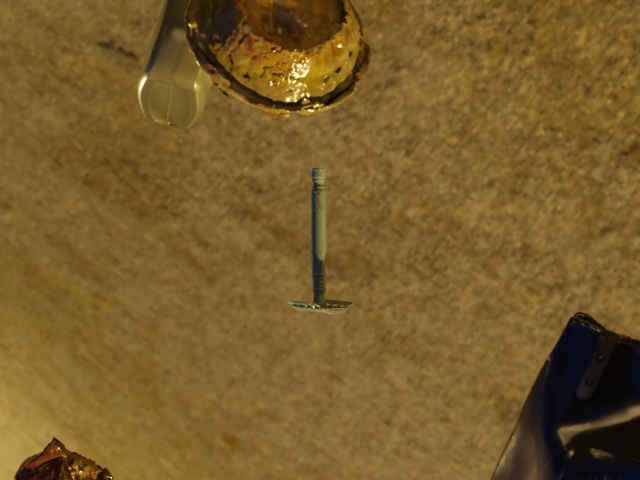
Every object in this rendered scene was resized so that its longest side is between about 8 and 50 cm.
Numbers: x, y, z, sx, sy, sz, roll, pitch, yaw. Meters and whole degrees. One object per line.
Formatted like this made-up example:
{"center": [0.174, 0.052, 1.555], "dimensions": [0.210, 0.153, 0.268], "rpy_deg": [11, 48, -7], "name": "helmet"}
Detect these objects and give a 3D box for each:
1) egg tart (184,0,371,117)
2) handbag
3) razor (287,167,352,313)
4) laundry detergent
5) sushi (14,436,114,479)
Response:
{"center": [-0.043, -0.235, 1.321], "dimensions": [0.213, 0.212, 0.090], "rpy_deg": [37, 155, 3], "name": "egg tart"}
{"center": [0.349, 0.245, 1.273], "dimensions": [0.342, 0.152, 0.287], "rpy_deg": [16, 104, 24], "name": "handbag"}
{"center": [0.000, 0.000, 1.936], "dimensions": [0.068, 0.231, 0.106], "rpy_deg": [0, -179, -29], "name": "razor"}
{"center": [-0.164, -0.284, 1.582], "dimensions": [0.091, 0.253, 0.181], "rpy_deg": [15, 157, -4], "name": "laundry detergent"}
{"center": [-0.161, 0.168, 0.797], "dimensions": [0.118, 0.060, 0.061], "rpy_deg": [69, 177, -58], "name": "sushi"}
